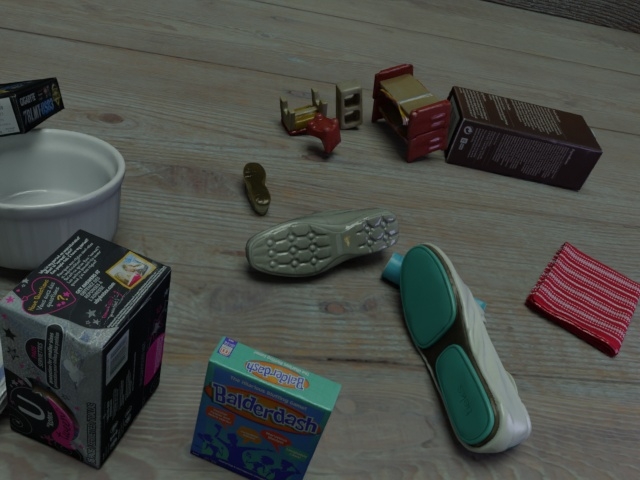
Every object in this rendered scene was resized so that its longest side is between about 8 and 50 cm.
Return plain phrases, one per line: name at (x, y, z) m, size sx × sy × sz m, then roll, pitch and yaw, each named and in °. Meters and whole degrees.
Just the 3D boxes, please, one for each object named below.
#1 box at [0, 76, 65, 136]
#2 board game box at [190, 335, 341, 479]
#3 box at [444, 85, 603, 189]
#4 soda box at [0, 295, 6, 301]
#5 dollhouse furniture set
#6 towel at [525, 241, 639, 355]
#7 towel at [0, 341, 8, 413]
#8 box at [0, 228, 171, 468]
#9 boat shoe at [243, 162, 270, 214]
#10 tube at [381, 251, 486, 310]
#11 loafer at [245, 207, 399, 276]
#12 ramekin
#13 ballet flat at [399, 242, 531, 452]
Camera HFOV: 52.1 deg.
box at (-0.638, -0.224, 1.155) m, size 0.294 × 0.073 × 0.295 m, roll -8°, pitch 21°, yaw -5°
board game box at (-0.077, 0.234, 0.847) m, size 0.160 × 0.210 × 0.047 m, roll 21°, pitch 39°, yaw 6°
box at (0.517, -0.272, 1.730) m, size 0.382 × 0.143 × 0.191 m, roll 10°, pitch 39°, yaw -6°
soda box at (-0.447, 0.112, 0.977) m, size 0.060 × 0.053 × 0.169 m, roll 28°, pitch 39°, yaw 12°
dollhouse furniture set at (0.109, -0.288, 1.620) m, size 0.375 × 0.152 × 0.201 m, roll -18°, pitch 49°, yaw -14°
towel at (0.560, 0.113, 1.374) m, size 0.199 × 0.031 × 0.275 m, roll 33°, pitch 41°, yaw 17°
towel at (-0.530, 0.150, 0.864) m, size 0.285 × 0.034 × 0.209 m, roll 22°, pitch 60°, yaw 7°
box at (-0.301, 0.142, 0.842) m, size 0.142 × 0.247 × 0.163 m, roll 21°, pitch 39°, yaw 7°
boat shoe at (-0.134, -0.108, 1.362) m, size 0.050 × 0.045 × 0.135 m, roll -3°, pitch 47°, yaw -12°
tube at (0.218, 0.096, 1.257) m, size 0.207 × 0.052 × 0.080 m, roll 30°, pitch 50°, yaw 5°
loafer at (0.000, 0.000, 1.254) m, size 0.320 × 0.111 × 0.111 m, roll -9°, pitch 10°, yaw -28°
ramekin at (-0.469, -0.070, 1.093) m, size 0.278 × 0.135 × 0.277 m, roll 6°, pitch 32°, yaw -4°
ballet flat at (0.243, 0.179, 1.120) m, size 0.139 × 0.139 × 0.400 m, roll 2°, pitch 46°, yaw -19°
